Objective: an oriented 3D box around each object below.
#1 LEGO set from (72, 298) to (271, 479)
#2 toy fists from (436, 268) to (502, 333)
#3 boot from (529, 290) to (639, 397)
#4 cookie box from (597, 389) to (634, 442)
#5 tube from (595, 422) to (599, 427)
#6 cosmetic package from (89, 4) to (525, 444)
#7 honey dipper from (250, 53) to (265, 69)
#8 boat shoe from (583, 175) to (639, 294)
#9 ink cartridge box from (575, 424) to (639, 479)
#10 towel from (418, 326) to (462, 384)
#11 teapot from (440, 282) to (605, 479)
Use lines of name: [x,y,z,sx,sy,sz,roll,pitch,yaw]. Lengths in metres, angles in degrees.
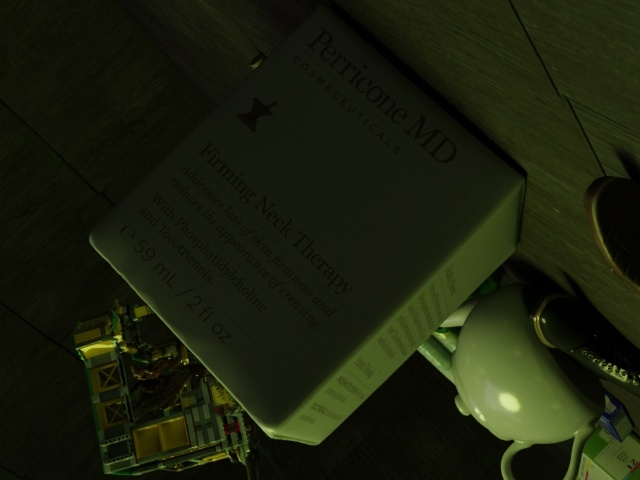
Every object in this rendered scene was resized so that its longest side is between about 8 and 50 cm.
LEGO set: [-0.169,0.197,1.401,0.331,0.192,0.255,51,-156,-62]
toy fists: [0.264,0.115,1.667,0.279,0.142,0.096,45,160,4]
boot: [0.371,0.141,1.352,0.198,0.077,0.137,31,-178,-40]
cookie box: [0.494,0.294,1.813,0.092,0.040,0.107,42,175,40]
tube: [0.540,0.372,2.079,0.240,0.062,0.070,40,-148,-3]
cosmetic package: [0.000,0.000,1.298,0.329,0.394,0.327,44,177,16]
honey dipper: [-0.067,-0.275,1.905,0.161,0.030,0.030,46,177,-28]
boat shoe: [0.273,0.007,0.906,0.178,0.064,0.060,45,175,-33]
ink cartridge box: [0.596,0.466,1.913,0.255,0.097,0.189,42,164,28]
towel: [0.243,0.142,1.870,0.374,0.090,0.320,43,-162,-9]
teapot: [0.280,0.203,1.509,0.252,0.187,0.256,48,-160,-14]
